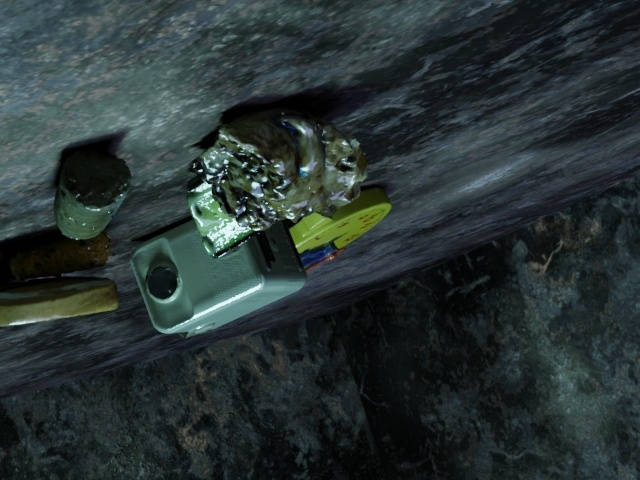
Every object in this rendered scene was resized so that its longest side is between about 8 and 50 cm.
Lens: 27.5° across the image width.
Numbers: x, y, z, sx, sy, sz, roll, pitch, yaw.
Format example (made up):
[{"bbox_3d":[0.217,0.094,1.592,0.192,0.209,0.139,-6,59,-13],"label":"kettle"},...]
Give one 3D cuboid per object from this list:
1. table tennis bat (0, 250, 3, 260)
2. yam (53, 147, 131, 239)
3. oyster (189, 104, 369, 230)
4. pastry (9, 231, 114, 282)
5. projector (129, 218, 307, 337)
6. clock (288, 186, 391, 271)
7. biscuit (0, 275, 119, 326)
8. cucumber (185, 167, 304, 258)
[{"bbox_3d":[-0.500,0.042,1.779,0.155,0.019,0.100,-25,170,30],"label":"table tennis bat"},{"bbox_3d":[-0.260,-0.050,1.473,0.078,0.078,0.179,-16,172,-17],"label":"yam"},{"bbox_3d":[-0.040,-0.078,1.561,0.223,0.083,0.214,4,152,-19],"label":"oyster"},{"bbox_3d":[-0.361,0.024,1.828,0.140,0.056,0.080,-18,180,-3],"label":"pastry"},{"bbox_3d":[-0.168,0.048,2.054,0.242,0.163,0.177,-24,169,21],"label":"projector"},{"bbox_3d":[0.003,0.003,2.307,0.277,0.071,0.293,-37,170,37],"label":"clock"},{"bbox_3d":[-0.420,0.085,1.898,0.287,0.057,0.343,-7,-179,-40],"label":"biscuit"},{"bbox_3d":[-0.103,-0.069,1.693,0.193,0.086,0.115,-28,124,33],"label":"cucumber"}]
